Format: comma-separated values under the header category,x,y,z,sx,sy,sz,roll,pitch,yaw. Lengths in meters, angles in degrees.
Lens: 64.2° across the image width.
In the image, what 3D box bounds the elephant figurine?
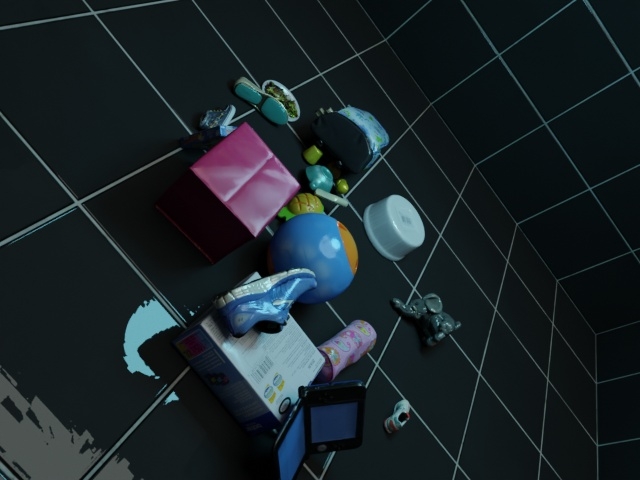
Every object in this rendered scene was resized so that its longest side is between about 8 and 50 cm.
category,x,y,z,sx,sy,sz,roll,pitch,yaw
elephant figurine,0.430,0.296,2.074,0.239,0.169,0.186,53,6,19

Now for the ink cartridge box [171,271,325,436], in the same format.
category,x,y,z,sx,sy,sz,roll,pitch,yaw
ink cartridge box,-0.163,0.327,1.383,0.395,0.151,0.270,52,38,-6

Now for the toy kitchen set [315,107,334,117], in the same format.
category,x,y,z,sx,sy,sz,roll,pitch,yaw
toy kitchen set,0.018,-0.542,2.247,0.083,0.068,0.075,51,38,-9

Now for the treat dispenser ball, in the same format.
category,x,y,z,sx,sy,sz,roll,pitch,yaw
treat dispenser ball,-0.025,0.056,1.609,0.288,0.288,0.288,27,47,-34

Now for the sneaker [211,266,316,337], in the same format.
category,x,y,z,sx,sy,sz,roll,pitch,yaw
sneaker,-0.129,0.165,1.336,0.330,0.129,0.147,-18,90,-46

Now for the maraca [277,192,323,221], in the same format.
category,x,y,z,sx,sy,sz,roll,pitch,yaw
maraca,-0.071,-0.110,1.829,0.127,0.099,0.185,34,44,30

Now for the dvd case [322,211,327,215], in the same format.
category,x,y,z,sx,sy,sz,roll,pitch,yaw
dvd case,0.000,0.000,1.888,0.179,0.029,0.239,49,38,-12

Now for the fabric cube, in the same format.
category,x,y,z,sx,sy,sz,roll,pitch,yaw
fabric cube,-0.265,-0.131,1.475,0.259,0.254,0.258,48,47,-14

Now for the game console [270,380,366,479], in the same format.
category,x,y,z,sx,sy,sz,roll,pitch,yaw
game console,0.002,0.523,1.303,0.250,0.293,0.173,-5,38,-6

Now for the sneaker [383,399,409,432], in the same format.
category,x,y,z,sx,sy,sz,roll,pitch,yaw
sneaker,0.283,0.599,1.751,0.161,0.075,0.057,-28,87,-52

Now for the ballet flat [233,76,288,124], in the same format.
category,x,y,z,sx,sy,sz,roll,pitch,yaw
ballet flat,-0.226,-0.544,1.978,0.248,0.086,0.086,34,43,-26

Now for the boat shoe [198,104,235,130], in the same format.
category,x,y,z,sx,sy,sz,roll,pitch,yaw
boat shoe,-0.356,-0.428,1.757,0.083,0.065,0.183,38,43,-25

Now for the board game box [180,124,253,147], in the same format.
category,x,y,z,sx,sy,sz,roll,pitch,yaw
board game box,-0.326,-0.322,1.608,0.136,0.201,0.035,-8,92,-50

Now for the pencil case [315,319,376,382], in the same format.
category,x,y,z,sx,sy,sz,roll,pitch,yaw
pencil case,0.067,0.354,1.651,0.284,0.124,0.124,-21,81,-51

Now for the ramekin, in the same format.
category,x,y,z,sx,sy,sz,roll,pitch,yaw
ramekin,0.325,-0.062,2.203,0.277,0.135,0.277,27,48,-34

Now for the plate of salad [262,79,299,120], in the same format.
category,x,y,z,sx,sy,sz,roll,pitch,yaw
plate of salad,-0.155,-0.581,2.100,0.199,0.048,0.200,27,48,-34

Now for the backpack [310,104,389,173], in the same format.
category,x,y,z,sx,sy,sz,roll,pitch,yaw
backpack,0.147,-0.427,2.165,0.290,0.273,0.355,47,7,8

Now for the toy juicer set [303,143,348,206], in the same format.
category,x,y,z,sx,sy,sz,roll,pitch,yaw
toy juicer set,0.021,-0.220,2.015,0.209,0.089,0.329,35,32,-32
